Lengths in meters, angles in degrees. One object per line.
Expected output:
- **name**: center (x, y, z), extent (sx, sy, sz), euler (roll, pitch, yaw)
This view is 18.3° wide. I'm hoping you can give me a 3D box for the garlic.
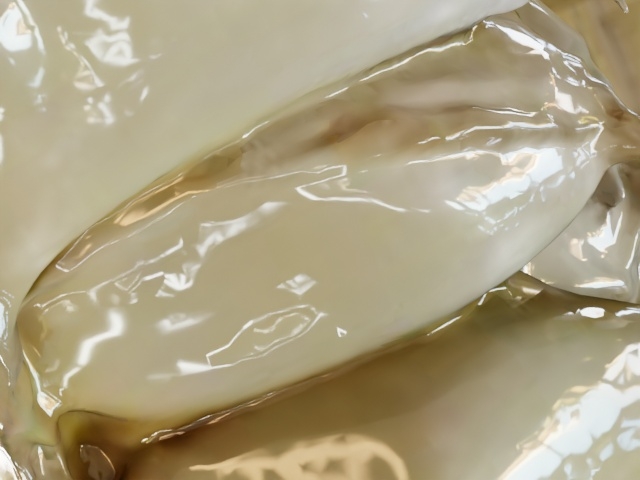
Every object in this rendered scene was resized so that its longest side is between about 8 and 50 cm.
- **garlic**: center (-0.001, 0.001, 0.508), extent (0.203, 0.281, 0.185), euler (-25, -162, -4)
